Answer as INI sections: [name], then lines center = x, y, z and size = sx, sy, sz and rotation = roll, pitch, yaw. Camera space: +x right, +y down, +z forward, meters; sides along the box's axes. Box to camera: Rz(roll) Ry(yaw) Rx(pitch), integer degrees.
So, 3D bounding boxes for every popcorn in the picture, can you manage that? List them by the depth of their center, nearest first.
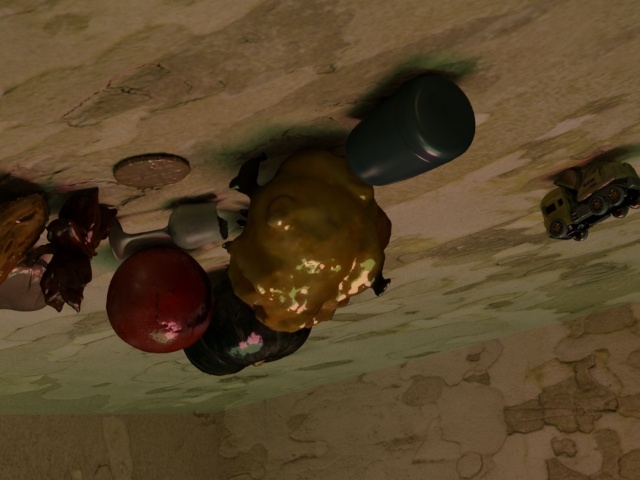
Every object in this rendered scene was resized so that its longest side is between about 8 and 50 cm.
[popcorn]
center = 0.000, 0.000, 1.645
size = 0.316, 0.281, 0.297
rotation = -19, 139, -51

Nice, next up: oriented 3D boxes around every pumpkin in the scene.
[pumpkin]
center = -0.164, 0.179, 2.313
size = 0.300, 0.207, 0.300
rotation = -21, 166, -5

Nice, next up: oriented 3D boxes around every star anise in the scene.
[star anise]
center = -0.396, 0.015, 1.673
size = 0.111, 0.212, 0.196
rotation = 28, 176, -17

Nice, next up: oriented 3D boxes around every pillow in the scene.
[pillow]
center = -0.597, 0.081, 1.984
size = 0.173, 0.067, 0.270
rotation = 2, 161, -16

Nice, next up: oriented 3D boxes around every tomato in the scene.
[tomato]
center = -0.299, 0.114, 1.990
size = 0.184, 0.208, 0.208
rotation = 4, 176, 41

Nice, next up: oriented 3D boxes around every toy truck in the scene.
[toy truck]
center = 0.483, -0.083, 1.882
size = 0.085, 0.116, 0.191
rotation = 6, 150, -41

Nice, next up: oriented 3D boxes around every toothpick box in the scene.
[toothpick box]
center = 0.119, -0.146, 1.463
size = 0.120, 0.120, 0.184
rotation = 2, 165, -31

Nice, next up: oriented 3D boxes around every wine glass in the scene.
[wine glass]
center = -0.258, -0.018, 1.786
size = 0.195, 0.079, 0.079
rotation = -10, 164, 9

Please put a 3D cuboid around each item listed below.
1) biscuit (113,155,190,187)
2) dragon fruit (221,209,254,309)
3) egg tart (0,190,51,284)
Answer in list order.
[biscuit]
center = -0.257, -0.105, 1.599
size = 0.120, 0.015, 0.120
rotation = -7, 164, -2
[dragon fruit]
center = -0.077, 0.046, 1.906
size = 0.274, 0.192, 0.193
rotation = 6, 142, -40
[egg tart]
center = -0.548, 0.026, 1.612
size = 0.319, 0.128, 0.319
rotation = -47, -174, 6
